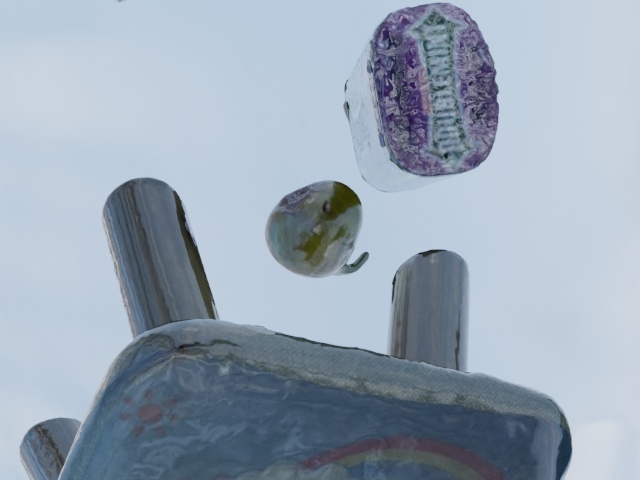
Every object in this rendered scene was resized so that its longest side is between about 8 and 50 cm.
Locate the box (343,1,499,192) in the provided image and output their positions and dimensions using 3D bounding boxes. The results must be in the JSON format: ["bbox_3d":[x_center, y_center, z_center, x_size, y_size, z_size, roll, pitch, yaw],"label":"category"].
[{"bbox_3d":[0.081,-0.112,1.271,0.345,0.097,0.134,160,100,-88],"label":"box"}]

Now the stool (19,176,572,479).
[{"bbox_3d":[-0.036,0.142,0.985,0.226,0.310,0.310,-108,37,-53],"label":"stool"}]

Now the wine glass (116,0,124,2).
[{"bbox_3d":[0.009,-0.172,0.662,0.103,0.231,0.103,169,90,-87],"label":"wine glass"}]

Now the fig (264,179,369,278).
[{"bbox_3d":[0.000,0.000,1.261,0.082,0.084,0.098,-2,126,41],"label":"fig"}]
